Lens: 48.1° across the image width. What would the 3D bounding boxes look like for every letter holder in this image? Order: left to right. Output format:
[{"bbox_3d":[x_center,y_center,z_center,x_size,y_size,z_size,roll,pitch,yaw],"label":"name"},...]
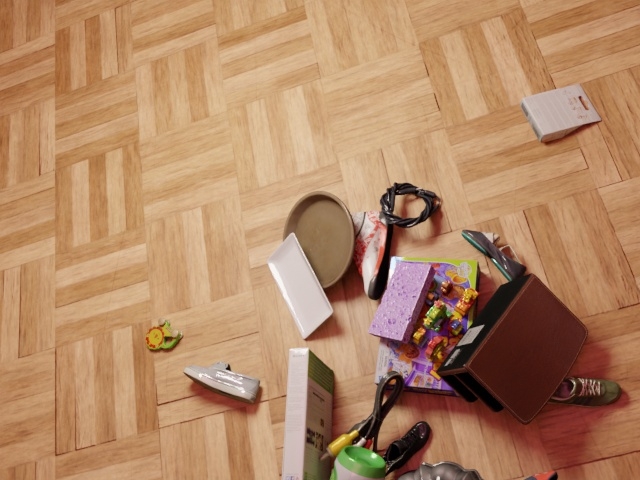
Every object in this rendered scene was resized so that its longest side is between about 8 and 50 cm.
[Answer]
[{"bbox_3d":[0.464,0.268,1.710,0.214,0.152,0.302,43,67,-2],"label":"letter holder"}]

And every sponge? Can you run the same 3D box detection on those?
[{"bbox_3d":[0.209,0.155,1.829,0.117,0.031,0.210,7,68,48],"label":"sponge"}]

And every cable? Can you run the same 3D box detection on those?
[{"bbox_3d":[0.131,0.461,1.755,0.287,0.139,0.072,-49,21,3],"label":"cable"},{"bbox_3d":[0.241,-0.102,2.000,0.150,0.047,0.184,36,51,18],"label":"cable"}]

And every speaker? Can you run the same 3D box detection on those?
[{"bbox_3d":[0.056,0.638,1.671,0.131,0.131,0.297,20,96,26],"label":"speaker"}]

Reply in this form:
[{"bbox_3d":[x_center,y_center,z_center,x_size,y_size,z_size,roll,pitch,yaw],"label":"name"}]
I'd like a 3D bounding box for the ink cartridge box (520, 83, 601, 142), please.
[{"bbox_3d":[0.677,-0.361,2.030,0.179,0.045,0.146,-14,61,-8],"label":"ink cartridge box"}]

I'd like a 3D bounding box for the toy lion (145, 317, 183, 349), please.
[{"bbox_3d":[-0.468,0.285,2.116,0.100,0.034,0.096,35,88,28],"label":"toy lion"}]

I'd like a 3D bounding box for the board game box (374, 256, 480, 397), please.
[{"bbox_3d":[0.282,0.219,1.862,0.233,0.078,0.347,2,67,19],"label":"board game box"}]

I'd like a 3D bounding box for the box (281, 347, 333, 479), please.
[{"bbox_3d":[-0.026,0.450,1.772,0.058,0.232,0.322,-4,65,16],"label":"box"}]

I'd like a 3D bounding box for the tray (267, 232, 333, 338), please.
[{"bbox_3d":[-0.054,0.125,2.010,0.145,0.030,0.270,-47,59,36],"label":"tray"}]

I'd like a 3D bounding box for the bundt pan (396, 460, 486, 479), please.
[{"bbox_3d":[0.273,0.666,1.635,0.330,0.124,0.331,-7,65,15],"label":"bundt pan"}]

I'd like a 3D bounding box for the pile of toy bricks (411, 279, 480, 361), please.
[{"bbox_3d":[0.294,0.182,1.768,0.118,0.105,0.212,33,79,28],"label":"pile of toy bricks"}]

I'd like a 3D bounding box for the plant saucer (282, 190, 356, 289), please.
[{"bbox_3d":[0.000,0.000,2.015,0.277,0.041,0.278,-3,86,43],"label":"plant saucer"}]

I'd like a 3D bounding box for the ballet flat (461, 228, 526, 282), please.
[{"bbox_3d":[0.464,0.027,1.895,0.074,0.074,0.203,-41,66,-3],"label":"ballet flat"}]

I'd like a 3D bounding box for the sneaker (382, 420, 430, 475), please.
[{"bbox_3d":[0.203,0.507,1.750,0.051,0.089,0.170,38,83,29],"label":"sneaker"}]

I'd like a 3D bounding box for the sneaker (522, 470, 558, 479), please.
[{"bbox_3d":[0.553,0.658,1.537,0.148,0.131,0.350,-35,60,6],"label":"sneaker"}]

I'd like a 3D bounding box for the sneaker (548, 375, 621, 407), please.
[{"bbox_3d":[0.608,0.354,1.685,0.192,0.086,0.064,-5,65,16],"label":"sneaker"}]

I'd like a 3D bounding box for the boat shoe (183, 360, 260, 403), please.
[{"bbox_3d":[-0.269,0.379,1.983,0.227,0.079,0.081,16,63,19],"label":"boat shoe"}]

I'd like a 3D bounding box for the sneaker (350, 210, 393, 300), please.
[{"bbox_3d":[0.114,0.040,1.998,0.144,0.090,0.270,1,63,20],"label":"sneaker"}]
